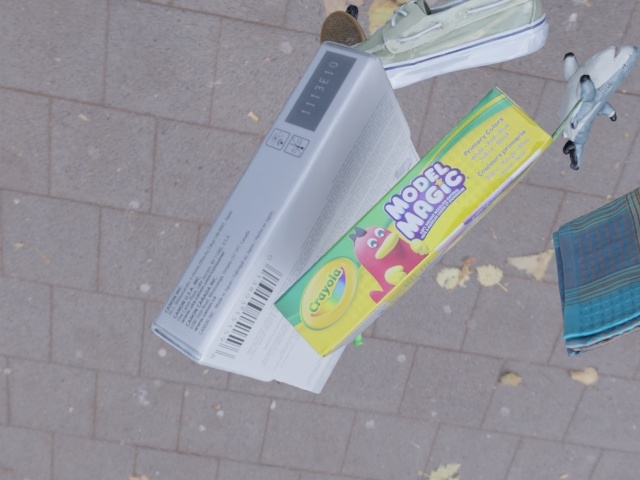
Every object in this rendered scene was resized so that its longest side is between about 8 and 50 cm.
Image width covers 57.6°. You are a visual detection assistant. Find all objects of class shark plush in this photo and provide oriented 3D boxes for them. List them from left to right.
[{"bbox_3d":[0.327,-0.152,0.699,0.067,0.073,0.161,-1,118,3],"label":"shark plush"}]

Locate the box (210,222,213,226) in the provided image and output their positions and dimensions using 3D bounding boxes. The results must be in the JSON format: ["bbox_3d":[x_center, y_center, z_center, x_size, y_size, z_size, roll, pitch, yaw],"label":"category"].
[{"bbox_3d":[-0.119,0.042,1.095,0.060,0.244,0.100,23,92,33],"label":"box"}]

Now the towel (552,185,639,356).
[{"bbox_3d":[0.496,-0.010,0.817,0.040,0.271,0.370,37,132,-17],"label":"towel"}]

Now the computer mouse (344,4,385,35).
[{"bbox_3d":[0.118,-0.331,0.948,0.193,0.042,0.106,12,68,16],"label":"computer mouse"}]

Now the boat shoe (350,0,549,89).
[{"bbox_3d":[0.134,-0.267,0.761,0.303,0.109,0.094,-10,119,18],"label":"boat shoe"}]

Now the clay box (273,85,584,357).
[{"bbox_3d":[0.076,-0.016,0.410,0.222,0.127,0.053,-45,79,4],"label":"clay box"}]

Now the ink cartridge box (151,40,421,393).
[{"bbox_3d":[0.000,0.000,0.549,0.060,0.239,0.275,26,82,27],"label":"ink cartridge box"}]

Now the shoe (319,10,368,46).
[{"bbox_3d":[0.059,-0.259,0.914,0.077,0.058,0.218,-25,75,18],"label":"shoe"}]

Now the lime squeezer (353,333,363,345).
[{"bbox_3d":[0.040,0.017,0.987,0.059,0.110,0.310,-16,74,3],"label":"lime squeezer"}]
